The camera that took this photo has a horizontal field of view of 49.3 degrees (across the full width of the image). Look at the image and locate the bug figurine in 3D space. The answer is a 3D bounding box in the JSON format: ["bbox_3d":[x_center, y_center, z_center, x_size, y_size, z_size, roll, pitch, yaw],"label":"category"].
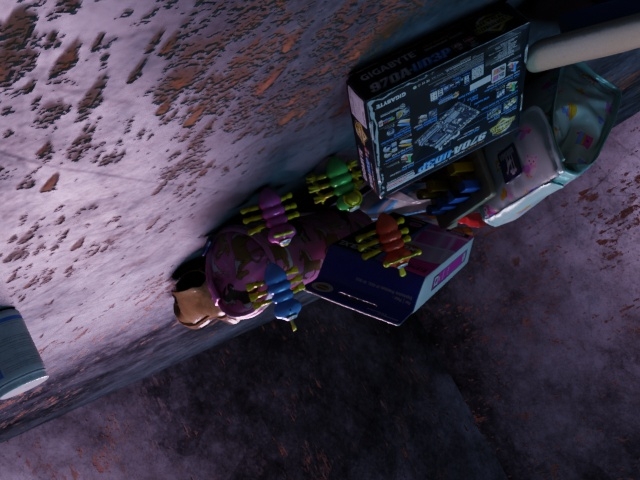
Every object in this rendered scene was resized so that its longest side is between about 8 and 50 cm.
[{"bbox_3d":[0.006,-0.004,1.058,0.279,0.216,0.072,-25,-178,-12],"label":"bug figurine"}]

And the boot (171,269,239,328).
[{"bbox_3d":[-0.242,0.103,1.364,0.305,0.115,0.112,-17,-132,60],"label":"boot"}]

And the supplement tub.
[{"bbox_3d":[-0.426,0.154,0.953,0.071,0.107,0.071,-28,171,-5],"label":"supplement tub"}]

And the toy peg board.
[{"bbox_3d":[0.219,-0.122,1.274,0.079,0.160,0.161,-6,161,-28],"label":"toy peg board"}]

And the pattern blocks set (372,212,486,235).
[{"bbox_3d":[0.211,-0.044,1.560,0.286,0.026,0.325,11,-162,28],"label":"pattern blocks set"}]

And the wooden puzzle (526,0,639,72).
[{"bbox_3d":[0.462,-0.300,0.887,0.322,0.080,0.348,-7,-169,37],"label":"wooden puzzle"}]

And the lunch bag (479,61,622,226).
[{"bbox_3d":[0.383,-0.164,1.230,0.223,0.160,0.262,-40,-161,56],"label":"lunch bag"}]

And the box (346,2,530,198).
[{"bbox_3d":[0.147,-0.166,0.853,0.220,0.051,0.175,-28,145,-8],"label":"box"}]

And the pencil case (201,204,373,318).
[{"bbox_3d":[-0.044,0.026,1.273,0.386,0.167,0.160,-16,121,-57],"label":"pencil case"}]

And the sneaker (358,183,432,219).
[{"bbox_3d":[0.149,-0.093,1.441,0.229,0.092,0.087,-11,179,18],"label":"sneaker"}]

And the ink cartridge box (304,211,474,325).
[{"bbox_3d":[0.131,0.036,1.218,0.371,0.176,0.069,-30,134,-58],"label":"ink cartridge box"}]
